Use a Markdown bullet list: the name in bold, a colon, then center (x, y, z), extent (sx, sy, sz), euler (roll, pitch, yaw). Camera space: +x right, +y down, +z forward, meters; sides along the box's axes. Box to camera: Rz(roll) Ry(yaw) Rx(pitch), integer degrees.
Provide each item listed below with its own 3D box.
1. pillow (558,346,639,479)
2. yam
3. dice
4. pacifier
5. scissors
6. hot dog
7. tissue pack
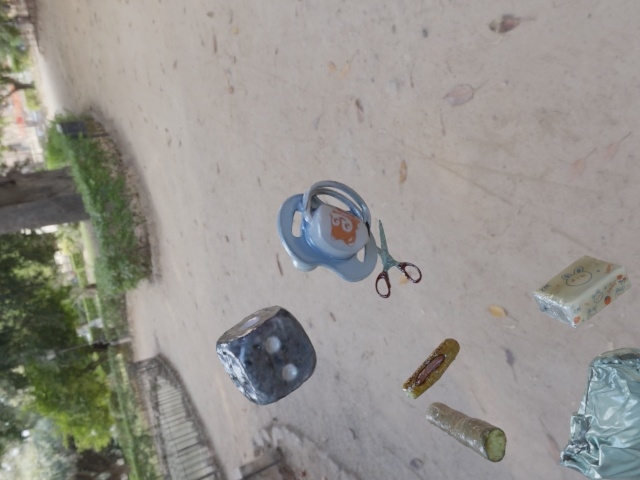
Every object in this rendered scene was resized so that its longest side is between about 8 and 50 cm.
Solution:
- **pillow**: center (0.587, 0.300, 0.884), extent (0.138, 0.309, 0.284), euler (-98, 10, -61)
- **yam**: center (0.365, 0.481, 1.307), extent (0.356, 0.081, 0.081), euler (151, 104, -77)
- **dice**: center (-0.132, 0.275, 1.227), extent (0.182, 0.181, 0.183), euler (-10, 110, 61)
- **pacifier**: center (0.000, 0.000, 1.328), extent (0.233, 0.299, 0.244), euler (-42, 34, 44)
- **scissors**: center (0.197, 0.048, 1.545), extent (0.248, 0.144, 0.017), euler (65, -178, 30)
- **hot dog**: center (0.317, 0.358, 1.423), extent (0.066, 0.215, 0.047), euler (42, 162, 25)
- **tissue pack**: center (0.702, 0.134, 1.368), extent (0.092, 0.196, 0.148), euler (57, 173, -17)
